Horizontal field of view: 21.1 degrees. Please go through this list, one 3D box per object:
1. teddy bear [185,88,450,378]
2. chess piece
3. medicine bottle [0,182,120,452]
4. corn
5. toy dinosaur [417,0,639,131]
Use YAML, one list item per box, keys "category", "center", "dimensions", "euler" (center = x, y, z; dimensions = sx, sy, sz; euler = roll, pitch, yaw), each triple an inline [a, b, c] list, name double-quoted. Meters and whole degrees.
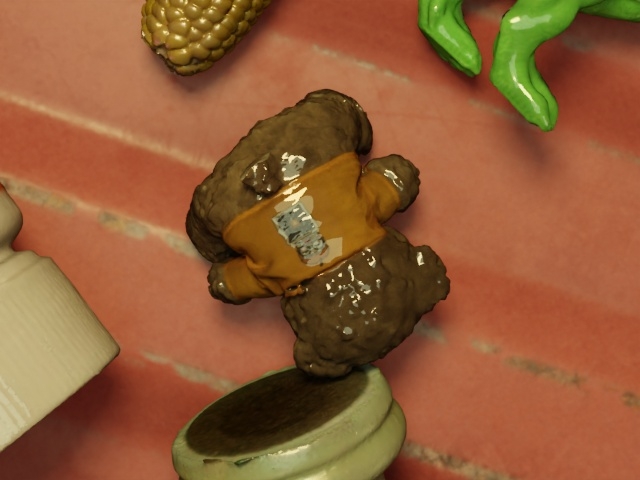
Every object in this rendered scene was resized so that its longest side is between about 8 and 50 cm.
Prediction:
- category: "teddy bear"
  center: [0.000, 0.000, 1.236]
  dimensions: [0.177, 0.140, 0.190]
  euler: [-36, 86, 1]
- category: "chess piece"
  center: [0.014, 0.249, 1.266]
  dimensions: [0.176, 0.176, 0.298]
  euler: [-20, 106, 2]
- category: "medicine bottle"
  center: [-0.329, -0.005, 1.209]
  dimensions: [0.211, 0.211, 0.371]
  euler: [-39, 92, 3]
- category: "corn"
  center: [-0.034, -0.247, 1.246]
  dimensions: [0.101, 0.101, 0.291]
  euler: [32, 94, -1]
- category: "toy dinosaur"
  center: [0.195, -0.285, 1.178]
  dimensions: [0.374, 0.144, 0.500]
  euler: [-36, 115, 3]
